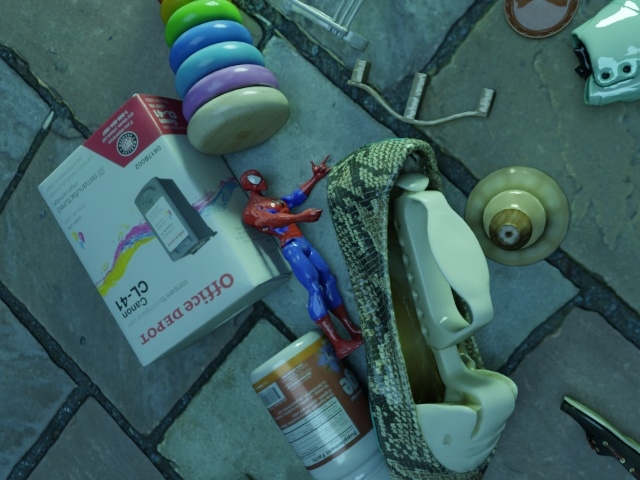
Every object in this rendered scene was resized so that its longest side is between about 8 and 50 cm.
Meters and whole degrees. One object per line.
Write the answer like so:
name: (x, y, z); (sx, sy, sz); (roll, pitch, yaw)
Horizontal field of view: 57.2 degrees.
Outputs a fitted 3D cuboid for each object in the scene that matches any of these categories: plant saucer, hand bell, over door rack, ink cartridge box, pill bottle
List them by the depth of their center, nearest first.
hand bell: (0.201, -0.019, 0.619); (0.126, 0.242, 0.126); (2, 96, 20)
plant saucer: (0.260, -0.281, 0.693); (0.083, 0.013, 0.083); (2, 96, 19)
over door rack: (-0.027, -0.419, 0.718); (0.324, 0.108, 0.239); (29, 106, -6)
pill bottle: (0.010, 0.235, 0.779); (0.121, 0.121, 0.216); (-37, 83, 19)
ink cartridge box: (-0.220, -0.015, 0.833); (0.226, 0.131, 0.306); (-36, 82, 19)

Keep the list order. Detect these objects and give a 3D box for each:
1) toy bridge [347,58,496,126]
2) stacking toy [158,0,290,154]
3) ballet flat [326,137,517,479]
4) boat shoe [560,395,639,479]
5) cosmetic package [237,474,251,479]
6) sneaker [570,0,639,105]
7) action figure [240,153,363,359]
toy bridge: (0.121, -0.181, 0.747); (0.188, 0.026, 0.063); (18, 102, 18)
stacking toy: (-0.162, -0.289, 0.794); (0.141, 0.141, 0.330); (-26, 80, 20)
ballet flat: (0.130, 0.112, 0.684); (0.182, 0.164, 0.483); (-15, 88, 55)
boat shoe: (0.340, 0.238, 0.697); (0.133, 0.049, 0.042); (38, 98, 8)
cosmetic package: (-0.056, 0.545, 0.817); (0.365, 0.155, 0.197); (38, 108, 11)
sneaker: (0.372, -0.150, 0.621); (0.151, 0.094, 0.256); (-30, 75, 14)
action figure: (0.000, 0.000, 0.776); (0.139, 0.091, 0.280); (-41, 82, 25)
